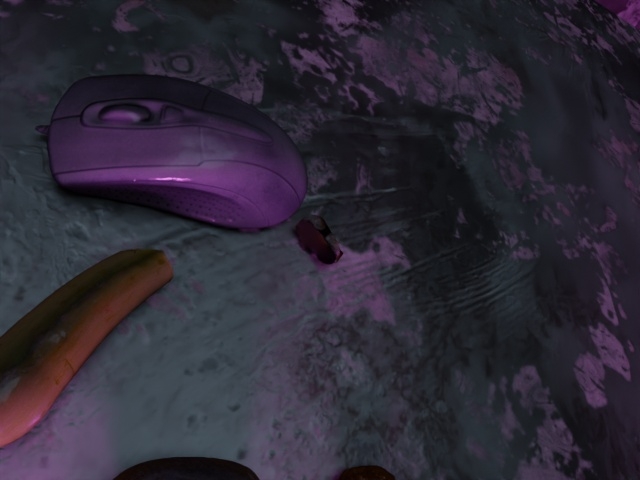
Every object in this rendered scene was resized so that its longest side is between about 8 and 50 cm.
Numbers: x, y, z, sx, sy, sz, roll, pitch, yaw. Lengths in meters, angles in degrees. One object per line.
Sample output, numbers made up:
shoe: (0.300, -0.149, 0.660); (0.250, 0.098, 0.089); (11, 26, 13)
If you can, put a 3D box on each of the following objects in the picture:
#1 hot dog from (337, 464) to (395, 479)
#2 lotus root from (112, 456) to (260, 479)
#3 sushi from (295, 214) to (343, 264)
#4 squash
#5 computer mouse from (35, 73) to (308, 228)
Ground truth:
hot dog: (0.053, 0.305, 0.551); (0.083, 0.035, 0.058); (2, 63, -27)
lotus root: (-0.141, 0.261, 0.429); (0.191, 0.088, 0.113); (14, 18, -22)
sushi: (0.000, 0.000, 0.698); (0.083, 0.044, 0.046); (54, 31, 5)
squash: (-0.262, 0.097, 0.474); (0.083, 0.083, 0.250); (39, 49, -4)
computer mouse: (-0.179, -0.130, 0.621); (0.370, 0.122, 0.189); (8, 60, -21)
